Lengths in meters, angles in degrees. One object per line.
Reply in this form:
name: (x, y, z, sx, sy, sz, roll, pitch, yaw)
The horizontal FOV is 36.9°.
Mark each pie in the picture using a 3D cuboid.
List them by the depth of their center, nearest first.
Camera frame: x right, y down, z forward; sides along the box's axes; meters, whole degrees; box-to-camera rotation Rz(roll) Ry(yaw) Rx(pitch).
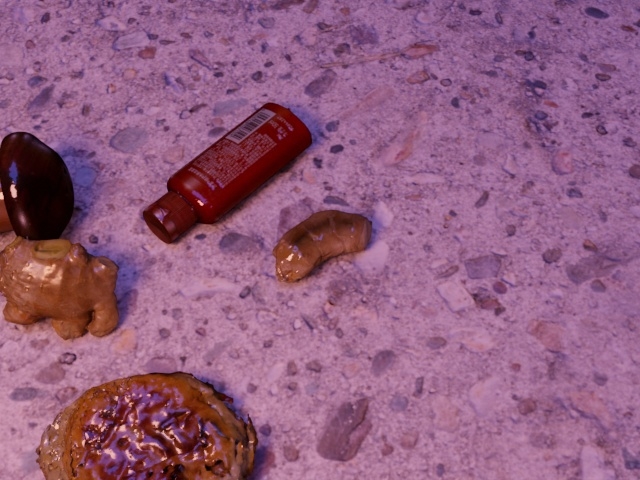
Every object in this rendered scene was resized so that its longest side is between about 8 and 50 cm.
pie: (-0.229, 0.311, 1.306, 0.308, 0.085, 0.308, 1, 56, -2)

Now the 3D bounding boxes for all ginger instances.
ginger: (-0.407, 0.065, 1.439, 0.216, 0.157, 0.102, 8, 30, -1)
ginger: (0.001, 0.002, 1.539, 0.190, 0.069, 0.095, -31, 83, -22)

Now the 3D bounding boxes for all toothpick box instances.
toothpick box: (-0.538, -0.061, 1.497, 0.294, 0.192, 0.192, -10, 56, -3)

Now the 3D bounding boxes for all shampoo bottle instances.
shampoo bottle: (-0.157, -0.113, 1.608, 0.118, 0.076, 0.314, 37, 62, 21)
